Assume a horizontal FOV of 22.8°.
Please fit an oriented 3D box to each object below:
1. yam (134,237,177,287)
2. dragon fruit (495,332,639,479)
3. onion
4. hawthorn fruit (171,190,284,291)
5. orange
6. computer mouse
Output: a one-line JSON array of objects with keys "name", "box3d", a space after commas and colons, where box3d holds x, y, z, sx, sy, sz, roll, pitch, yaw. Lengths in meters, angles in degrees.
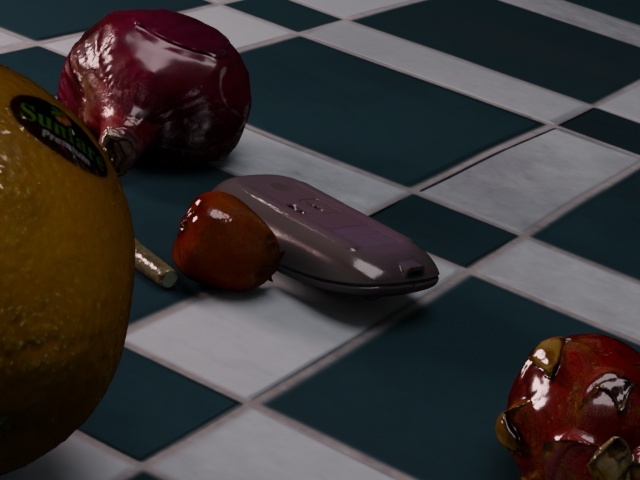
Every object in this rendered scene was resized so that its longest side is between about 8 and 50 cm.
[{"name": "yam", "box3d": [-0.159, 0.009, 1.346, 0.021, 0.021, 0.116, -9, 30, -40]}, {"name": "dragon fruit", "box3d": [0.193, 0.126, 1.156, 0.125, 0.125, 0.246, 1, 5, 9]}, {"name": "onion", "box3d": [-0.172, -0.140, 1.561, 0.195, 0.140, 0.218, 22, 27, 5]}, {"name": "hawthorn fruit", "box3d": [-0.074, 0.005, 1.330, 0.093, 0.081, 0.081, 22, 20, -15]}, {"name": "orange", "box3d": [-0.245, 0.017, 0.979, 0.274, 0.274, 0.274, 10, 23, -4]}, {"name": "computer mouse", "box3d": [-0.001, 0.001, 1.395, 0.120, 0.057, 0.232, -8, 28, -45]}]
